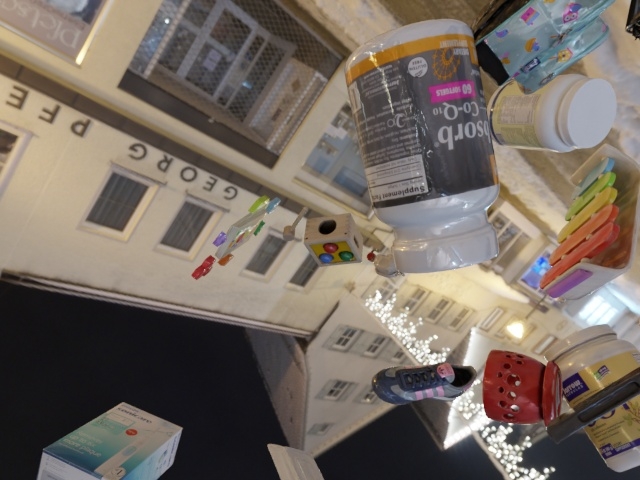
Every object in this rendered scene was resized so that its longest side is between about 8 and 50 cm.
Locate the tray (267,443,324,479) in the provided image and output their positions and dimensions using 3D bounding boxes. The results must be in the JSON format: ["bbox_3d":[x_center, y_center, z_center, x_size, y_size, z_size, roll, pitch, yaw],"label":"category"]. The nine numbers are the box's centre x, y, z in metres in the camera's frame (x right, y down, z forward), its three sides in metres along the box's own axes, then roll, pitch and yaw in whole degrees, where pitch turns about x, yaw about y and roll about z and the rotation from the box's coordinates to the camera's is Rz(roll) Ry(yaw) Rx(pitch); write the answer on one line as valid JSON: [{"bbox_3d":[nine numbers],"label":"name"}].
[{"bbox_3d":[-0.021,0.579,0.983,0.145,0.030,0.270,35,-176,-34],"label":"tray"}]

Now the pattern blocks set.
[{"bbox_3d":[-0.239,-0.024,1.267,0.026,0.285,0.325,40,-158,4],"label":"pattern blocks set"}]

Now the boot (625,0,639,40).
[{"bbox_3d":[0.397,-0.295,0.345,0.094,0.206,0.247,-2,-176,-33],"label":"boot"}]

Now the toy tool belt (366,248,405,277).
[{"bbox_3d":[0.138,0.053,0.894,0.051,0.052,0.083,36,174,-34],"label":"toy tool belt"}]

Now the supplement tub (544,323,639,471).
[{"bbox_3d":[0.812,0.425,1.171,0.241,0.241,0.331,23,-146,-43],"label":"supplement tub"}]

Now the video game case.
[{"bbox_3d":[0.594,0.338,0.892,0.275,0.248,0.035,33,-158,-55],"label":"video game case"}]

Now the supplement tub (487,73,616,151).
[{"bbox_3d":[0.735,-0.411,1.381,0.236,0.235,0.325,29,-177,-27],"label":"supplement tub"}]

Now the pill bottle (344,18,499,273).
[{"bbox_3d":[0.133,-0.108,0.538,0.162,0.162,0.278,-36,-66,-76],"label":"pill bottle"}]

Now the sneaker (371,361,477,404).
[{"bbox_3d":[0.296,0.383,1.191,0.320,0.131,0.112,7,-135,-29],"label":"sneaker"}]

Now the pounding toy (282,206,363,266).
[{"bbox_3d":[-0.009,-0.004,1.152,0.181,0.206,0.094,58,-149,-50],"label":"pounding toy"}]

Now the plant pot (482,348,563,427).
[{"bbox_3d":[0.543,0.399,1.139,0.174,0.190,0.191,0,168,37],"label":"plant pot"}]

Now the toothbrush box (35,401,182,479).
[{"bbox_3d":[-0.554,0.586,1.147,0.217,0.126,0.295,17,-176,13],"label":"toothbrush box"}]

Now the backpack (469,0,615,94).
[{"bbox_3d":[0.316,-0.312,0.593,0.144,0.188,0.165,39,-140,-8],"label":"backpack"}]

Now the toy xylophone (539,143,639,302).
[{"bbox_3d":[0.495,-0.012,0.795,0.081,0.236,0.322,26,-127,9],"label":"toy xylophone"}]
